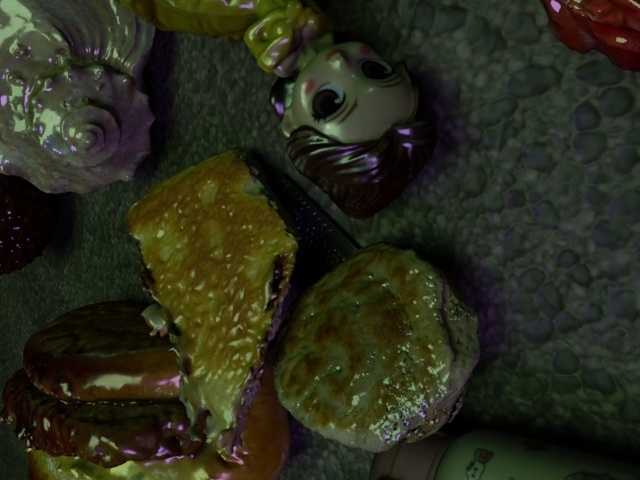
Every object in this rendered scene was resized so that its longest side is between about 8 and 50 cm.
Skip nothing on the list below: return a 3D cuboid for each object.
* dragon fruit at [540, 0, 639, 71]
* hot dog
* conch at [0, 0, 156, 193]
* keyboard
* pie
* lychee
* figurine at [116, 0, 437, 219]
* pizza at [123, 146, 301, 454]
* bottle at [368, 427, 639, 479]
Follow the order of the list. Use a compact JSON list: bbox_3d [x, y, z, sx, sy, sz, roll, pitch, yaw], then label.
[{"bbox_3d":[0.180,-0.232,0.215,0.240,0.302,0.331,0,119,10],"label":"dragon fruit"},{"bbox_3d":[-0.236,0.193,0.637,0.404,0.223,0.186,1,104,42],"label":"hot dog"},{"bbox_3d":[-0.329,-0.233,0.640,0.352,0.210,0.297,42,110,24],"label":"conch"},{"bbox_3d":[0.000,0.000,0.521,0.155,0.010,0.053,45,127,25],"label":"keyboard"},{"bbox_3d":[0.040,0.081,0.430,0.193,0.078,0.163,11,84,50],"label":"pie"},{"bbox_3d":[-0.551,-0.054,0.859,0.236,0.235,0.271,-59,37,34],"label":"lychee"},{"bbox_3d":[-0.032,-0.163,0.415,0.315,0.187,0.168,51,138,13],"label":"figurine"},{"bbox_3d":[-0.095,0.041,0.511,0.189,0.071,0.297,-33,54,12],"label":"pizza"},{"bbox_3d":[0.140,0.194,0.375,0.233,0.109,0.110,1,101,41],"label":"bottle"}]
